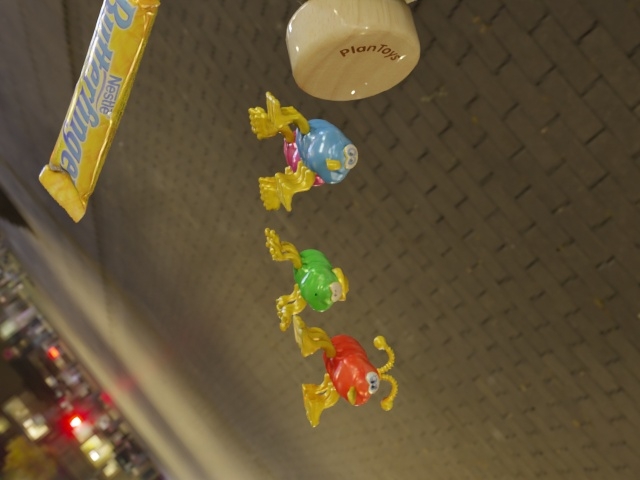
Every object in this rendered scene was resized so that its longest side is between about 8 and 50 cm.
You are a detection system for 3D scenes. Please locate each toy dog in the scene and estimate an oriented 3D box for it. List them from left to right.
[{"bbox_3d":[0.080,-0.225,0.634,0.161,0.334,0.220,22,-149,-58],"label":"toy dog"}]

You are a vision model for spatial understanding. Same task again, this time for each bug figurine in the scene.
[{"bbox_3d":[0.000,0.000,0.921,0.216,0.072,0.278,-122,23,-65],"label":"bug figurine"}]

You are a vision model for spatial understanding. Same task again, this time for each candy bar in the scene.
[{"bbox_3d":[-0.122,-0.080,0.608,0.040,0.018,0.161,46,130,21],"label":"candy bar"}]
